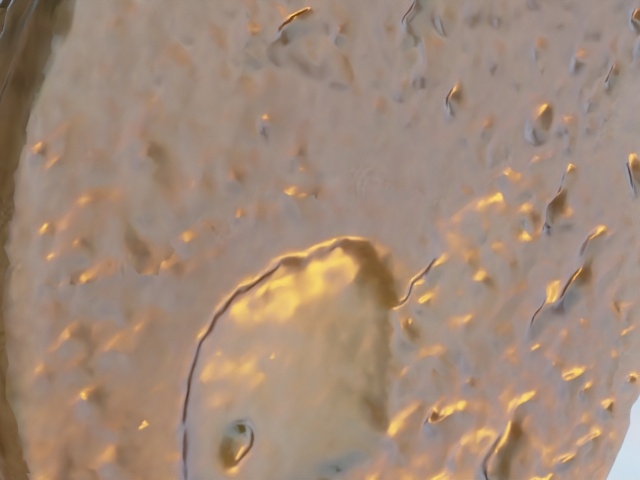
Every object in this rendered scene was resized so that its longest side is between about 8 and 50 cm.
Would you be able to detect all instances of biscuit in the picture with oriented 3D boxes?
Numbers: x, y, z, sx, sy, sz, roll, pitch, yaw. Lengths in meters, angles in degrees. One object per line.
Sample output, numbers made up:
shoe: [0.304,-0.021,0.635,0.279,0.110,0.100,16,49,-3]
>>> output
biscuit: [0.000,0.000,0.421,0.049,0.181,0.208,24,-57,48]
